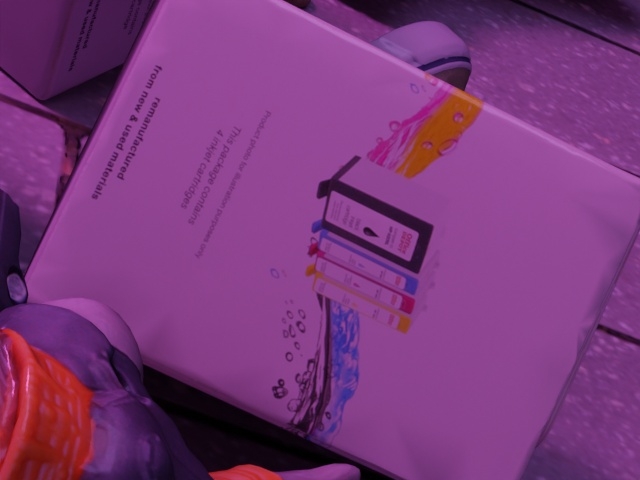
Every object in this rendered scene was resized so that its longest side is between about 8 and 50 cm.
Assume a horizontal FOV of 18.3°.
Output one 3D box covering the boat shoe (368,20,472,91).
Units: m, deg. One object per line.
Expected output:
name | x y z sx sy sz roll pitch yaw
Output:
boat shoe | 0.009 -0.038 1.137 0.094 0.109 0.302 50 41 4

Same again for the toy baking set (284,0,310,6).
toy baking set | -0.096 -0.191 1.331 0.196 0.030 0.256 26 29 -6

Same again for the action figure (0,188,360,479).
action figure | -0.064 0.073 0.683 0.330 0.178 0.341 38 41 -51

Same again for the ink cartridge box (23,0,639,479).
ink cartridge box | 0.000 0.000 0.919 0.232 0.168 0.171 26 -3 -8

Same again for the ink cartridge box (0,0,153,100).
ink cartridge box | -0.131 -0.223 1.218 0.197 0.114 0.273 40 41 17
